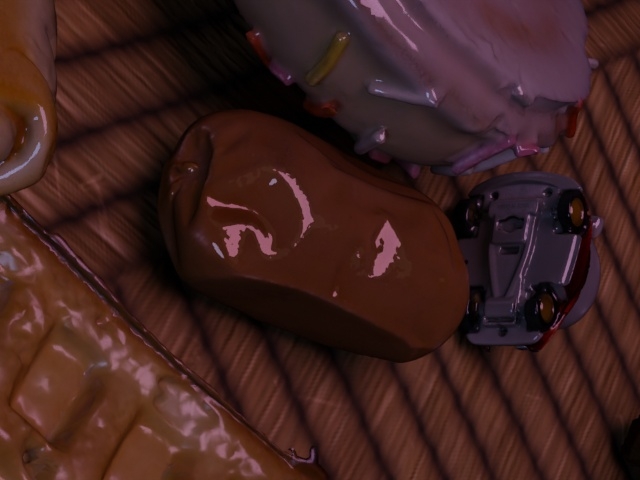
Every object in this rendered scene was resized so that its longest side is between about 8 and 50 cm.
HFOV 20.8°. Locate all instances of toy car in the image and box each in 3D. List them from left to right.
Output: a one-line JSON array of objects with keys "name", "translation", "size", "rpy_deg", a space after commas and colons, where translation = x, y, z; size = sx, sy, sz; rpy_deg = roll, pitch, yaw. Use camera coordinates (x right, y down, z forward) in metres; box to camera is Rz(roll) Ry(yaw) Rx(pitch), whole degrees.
[{"name": "toy car", "translation": [0.168, 0.027, 1.357], "size": [0.112, 0.112, 0.139], "rpy_deg": [32, 63, -48]}]

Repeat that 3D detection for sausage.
[{"name": "sausage", "translation": [0.000, 0.000, 1.194], "size": [0.241, 0.120, 0.136], "rpy_deg": [28, 61, -30]}]

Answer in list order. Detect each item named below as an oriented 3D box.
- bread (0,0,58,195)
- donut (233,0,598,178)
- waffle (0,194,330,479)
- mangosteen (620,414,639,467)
[{"name": "bread", "translation": [-0.237, -0.163, 1.027], "size": [0.173, 0.121, 0.311], "rpy_deg": [28, 42, -36]}, {"name": "donut", "translation": [0.048, -0.212, 1.265], "size": [0.383, 0.142, 0.382], "rpy_deg": [37, 36, -33]}, {"name": "waffle", "translation": [-0.163, 0.165, 1.016], "size": [0.348, 0.077, 0.304], "rpy_deg": [45, 48, -19]}, {"name": "mangosteen", "translation": [0.406, 0.239, 1.353], "size": [0.293, 0.297, 0.297], "rpy_deg": [57, 46, -12]}]
